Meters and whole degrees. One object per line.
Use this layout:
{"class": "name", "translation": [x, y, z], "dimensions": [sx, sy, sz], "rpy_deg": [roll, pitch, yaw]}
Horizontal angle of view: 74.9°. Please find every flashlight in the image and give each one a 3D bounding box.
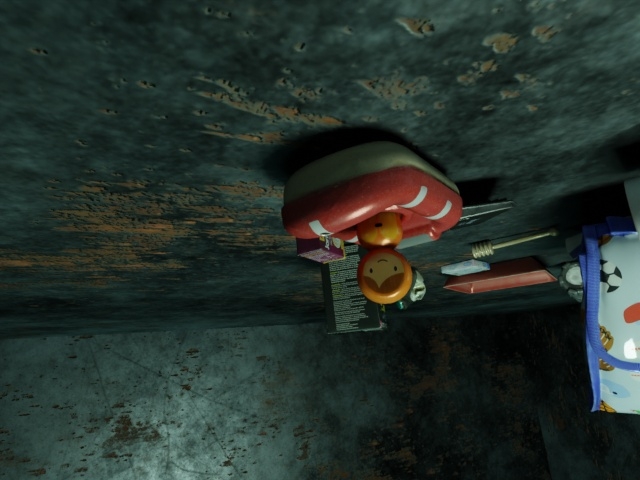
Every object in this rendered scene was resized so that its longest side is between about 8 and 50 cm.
{"class": "flashlight", "translation": [0.792, 0.136, 1.276], "dimensions": [0.103, 0.103, 0.304], "rpy_deg": [-46, 146, 12]}

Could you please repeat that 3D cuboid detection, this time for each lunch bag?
{"class": "lunch bag", "translation": [0.572, 0.114, 0.617], "dimensions": [0.328, 0.238, 0.385], "rpy_deg": [-3, 133, 29]}

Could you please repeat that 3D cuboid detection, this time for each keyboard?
{"class": "keyboard", "translation": [0.199, -0.032, 0.603], "dimensions": [0.108, 0.023, 0.180], "rpy_deg": [-13, 173, 6]}

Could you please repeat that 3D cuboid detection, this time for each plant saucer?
{"class": "plant saucer", "translation": [0.511, 0.102, 1.187], "dimensions": [0.259, 0.047, 0.259], "rpy_deg": [-15, 162, 33]}

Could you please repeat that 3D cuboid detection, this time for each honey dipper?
{"class": "honey dipper", "translation": [0.382, 0.002, 0.823], "dimensions": [0.161, 0.030, 0.030], "rpy_deg": [-17, 160, 31]}

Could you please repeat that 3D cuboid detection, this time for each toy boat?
{"class": "toy boat", "translation": [0.063, -0.006, 0.460], "dimensions": [0.151, 0.151, 0.231], "rpy_deg": [-17, 160, 37]}

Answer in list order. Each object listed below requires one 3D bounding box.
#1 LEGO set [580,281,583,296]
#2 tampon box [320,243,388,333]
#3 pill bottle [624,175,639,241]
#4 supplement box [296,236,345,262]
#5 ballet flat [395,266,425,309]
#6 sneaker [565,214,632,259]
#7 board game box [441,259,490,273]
{"class": "LEGO set", "translation": [0.818, 0.144, 0.972], "dimensions": [0.255, 0.192, 0.331], "rpy_deg": [26, 170, -26]}
{"class": "tampon box", "translation": [0.066, 0.098, 0.818], "dimensions": [0.102, 0.160, 0.120], "rpy_deg": [-9, 165, 13]}
{"class": "pill bottle", "translation": [0.490, -0.050, 0.384], "dimensions": [0.323, 0.181, 0.182], "rpy_deg": [-18, 160, 38]}
{"class": "supplement box", "translation": [0.000, 0.000, 0.644], "dimensions": [0.043, 0.054, 0.083], "rpy_deg": [-15, 162, 27]}
{"class": "ballet flat", "translation": [0.232, 0.128, 1.121], "dimensions": [0.096, 0.095, 0.280], "rpy_deg": [-20, 162, 8]}
{"class": "sneaker", "translation": [0.646, 0.050, 0.791], "dimensions": [0.316, 0.182, 0.127], "rpy_deg": [0, 162, -17]}
{"class": "board game box", "translation": [0.375, 0.071, 1.081], "dimensions": [0.090, 0.020, 0.090], "rpy_deg": [10, 159, -44]}
